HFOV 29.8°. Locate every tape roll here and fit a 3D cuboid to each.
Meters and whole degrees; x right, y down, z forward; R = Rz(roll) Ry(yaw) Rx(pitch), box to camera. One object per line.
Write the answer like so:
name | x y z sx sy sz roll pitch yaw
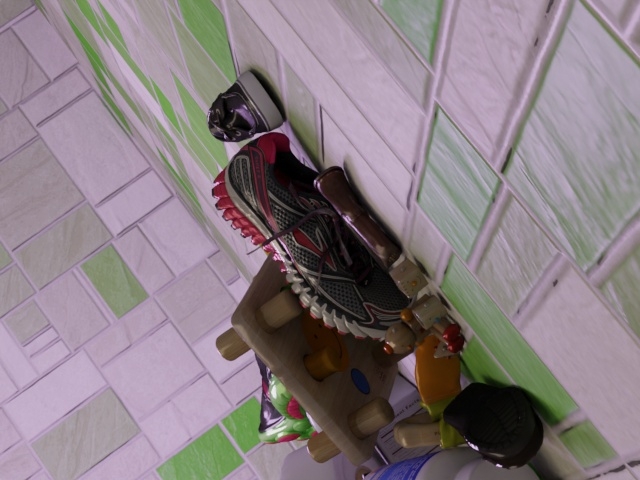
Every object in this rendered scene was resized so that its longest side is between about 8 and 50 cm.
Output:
tape roll | 0.054 0.439 1.866 0.286 0.100 0.286 54 -163 -25

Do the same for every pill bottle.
pill bottle | 0.156 0.338 1.487 0.152 0.152 0.272 54 150 -1

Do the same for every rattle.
rattle | 0.150 0.191 1.532 0.143 0.130 0.200 63 -162 4

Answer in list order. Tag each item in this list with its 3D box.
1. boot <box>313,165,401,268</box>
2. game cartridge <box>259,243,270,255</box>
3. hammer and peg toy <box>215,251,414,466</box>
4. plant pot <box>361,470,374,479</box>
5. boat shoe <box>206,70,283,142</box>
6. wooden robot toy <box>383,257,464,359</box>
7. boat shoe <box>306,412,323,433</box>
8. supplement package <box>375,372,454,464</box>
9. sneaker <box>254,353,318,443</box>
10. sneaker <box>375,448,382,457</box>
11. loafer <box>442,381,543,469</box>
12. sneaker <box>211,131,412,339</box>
boot | 0.045 -0.024 1.333 0.114 0.037 0.106 54 -174 22
game cartridge | -0.054 0.012 2.045 0.323 0.053 0.285 52 172 -3
hammer and peg toy | 0.017 0.120 1.631 0.266 0.127 0.361 50 -156 -10
plant pot | 0.169 0.409 1.711 0.188 0.187 0.167 78 -178 -70
boat shoe | -0.107 -0.157 1.505 0.080 0.076 0.228 55 172 -11
wooden robot toy | 0.107 0.102 1.355 0.076 0.079 0.173 47 170 40
boat shoe | -0.015 0.171 1.799 0.113 0.105 0.306 26 -139 -39
supplement package | 0.144 0.325 1.987 0.179 0.105 0.105 57 173 -18
sneaker | -0.030 0.241 2.164 0.483 0.185 0.202 108 154 -66
sneaker | 0.161 0.463 2.105 0.343 0.146 0.134 22 159 21
loafer | 0.201 0.207 1.309 0.078 0.080 0.220 45 178 -7
sneaker | 0.000 0.000 1.467 0.299 0.112 0.121 43 -145 -1
